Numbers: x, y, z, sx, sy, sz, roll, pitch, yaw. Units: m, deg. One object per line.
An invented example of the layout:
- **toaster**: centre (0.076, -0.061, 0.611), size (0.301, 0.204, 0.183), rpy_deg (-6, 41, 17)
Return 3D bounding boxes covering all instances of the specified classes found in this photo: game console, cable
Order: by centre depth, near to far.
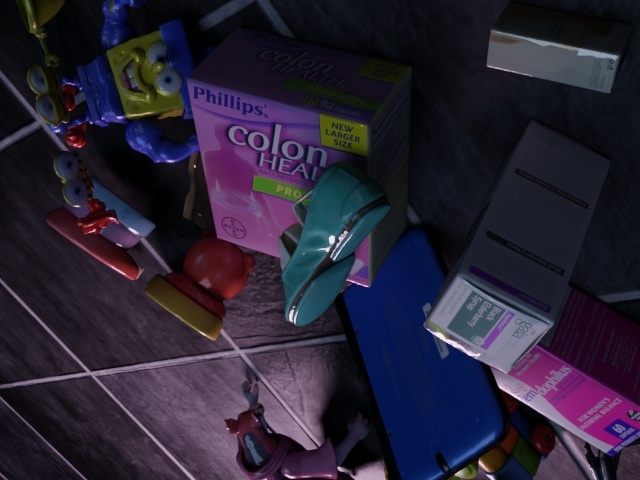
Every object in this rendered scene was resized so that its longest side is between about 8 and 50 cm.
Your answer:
- **game console**: centre (0.140, 0.177, 1.042), size (0.173, 0.293, 0.250), rpy_deg (17, 131, -38)
- **cable**: centre (0.440, 0.322, 1.092), size (0.151, 0.047, 0.184), rpy_deg (-22, 91, 32)

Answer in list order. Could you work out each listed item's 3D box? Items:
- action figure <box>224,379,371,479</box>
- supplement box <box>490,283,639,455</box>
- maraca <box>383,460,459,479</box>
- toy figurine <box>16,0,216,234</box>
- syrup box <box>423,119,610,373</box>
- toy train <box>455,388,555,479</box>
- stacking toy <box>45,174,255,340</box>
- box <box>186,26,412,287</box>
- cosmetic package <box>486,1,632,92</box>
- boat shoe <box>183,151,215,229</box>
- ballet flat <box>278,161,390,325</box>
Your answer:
- **action figure**: centre (-0.055, 0.401, 1.395), size (0.248, 0.275, 0.370), rpy_deg (0, 144, 43)
- **supplement box**: centre (0.290, 0.136, 0.982), size (0.220, 0.114, 0.111), rpy_deg (32, 143, 6)
- **maraca**: centre (0.155, 0.351, 1.318), size (0.127, 0.099, 0.185), rpy_deg (-8, 101, 28)
- **toy figurine**: centre (-0.223, -0.208, 0.990), size (0.191, 0.217, 0.362), rpy_deg (155, 98, -84)
- **syrup box**: centre (0.194, 0.000, 0.808), size (0.096, 0.237, 0.093), rpy_deg (29, 142, 6)
- **toy train**: centre (0.205, 0.258, 1.142), size (0.248, 0.143, 0.105), rpy_deg (47, 139, -16)
- **stacking toy**: centre (-0.236, 0.014, 1.257), size (0.309, 0.130, 0.279), rpy_deg (35, 173, 5)
- **box**: centre (-0.017, -0.093, 0.957), size (0.214, 0.117, 0.243), rpy_deg (18, 138, 20)
- **cosmetic package**: centre (0.215, -0.176, 0.753), size (0.115, 0.060, 0.041), rpy_deg (17, 137, 19)
- **boat shoe**: centre (-0.131, -0.083, 1.090), size (0.073, 0.073, 0.207), rpy_deg (26, 148, 5)
- **ballet flat**: centre (0.000, 0.000, 0.900), size (0.087, 0.083, 0.247), rpy_deg (52, 145, 17)
